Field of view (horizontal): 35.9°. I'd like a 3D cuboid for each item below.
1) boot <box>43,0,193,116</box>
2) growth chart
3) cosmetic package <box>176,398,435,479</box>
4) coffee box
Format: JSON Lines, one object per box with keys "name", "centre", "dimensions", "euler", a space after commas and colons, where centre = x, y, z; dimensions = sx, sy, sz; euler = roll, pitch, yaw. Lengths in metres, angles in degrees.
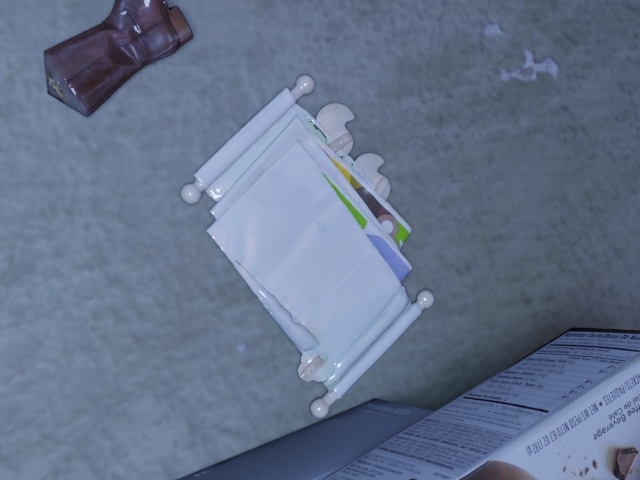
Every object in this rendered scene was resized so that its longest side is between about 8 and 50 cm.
{"name": "boot", "centre": [-0.164, -0.159, 0.719], "dimensions": [0.114, 0.037, 0.106], "euler": [-39, 102, -18]}
{"name": "growth chart", "centre": [0.000, 0.000, 0.799], "dimensions": [0.172, 0.021, 0.237], "euler": [-38, 104, -23]}
{"name": "cosmetic package", "centre": [-0.014, 0.205, 0.725], "dimensions": [0.238, 0.127, 0.107], "euler": [-21, 98, -27]}
{"name": "coffee box", "centre": [0.131, 0.195, 0.663], "dimensions": [0.297, 0.119, 0.168], "euler": [-25, 98, -26]}
